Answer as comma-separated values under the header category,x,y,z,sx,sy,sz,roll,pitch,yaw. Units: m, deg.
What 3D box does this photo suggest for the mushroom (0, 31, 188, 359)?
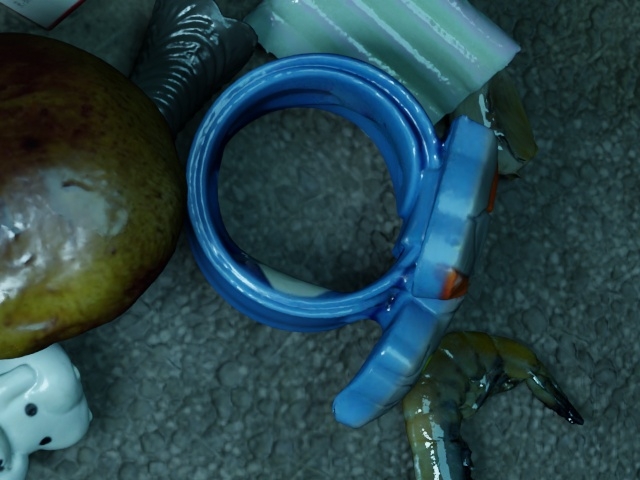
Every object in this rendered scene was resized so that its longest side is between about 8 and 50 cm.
category,x,y,z,sx,sy,sz,roll,pitch,yaw
mushroom,-0.285,-0.018,1.612,0.345,0.260,0.345,0,44,0

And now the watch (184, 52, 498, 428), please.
category,x,y,z,sx,sy,sz,roll,pitch,yaw
watch,0.000,0.000,1.760,0.274,0.241,0.305,20,77,-2

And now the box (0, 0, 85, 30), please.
category,x,y,z,sx,sy,sz,roll,pitch,yaw
box,-0.252,-0.400,1.649,0.312,0.314,0.300,30,73,-17

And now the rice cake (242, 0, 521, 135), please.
category,x,y,z,sx,sy,sz,roll,pitch,yaw
rice cake,0.059,-0.193,1.846,0.189,0.037,0.198,-37,107,20

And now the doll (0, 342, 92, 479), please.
category,x,y,z,sx,sy,sz,roll,pitch,yaw
doll,-0.279,0.155,1.649,0.107,0.110,0.180,31,55,32

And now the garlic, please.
category,x,y,z,sx,sy,sz,roll,pitch,yaw
garlic,0.162,-0.127,1.924,0.084,0.066,0.152,-33,99,-52

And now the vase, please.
category,x,y,z,sx,sy,sz,roll,pitch,yaw
vase,-0.160,-0.106,1.757,0.115,0.115,0.237,36,73,-14

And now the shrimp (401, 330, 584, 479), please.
category,x,y,z,sx,sy,sz,roll,pitch,yaw
shrimp,0.173,0.216,1.871,0.198,0.051,0.262,1,78,-24
